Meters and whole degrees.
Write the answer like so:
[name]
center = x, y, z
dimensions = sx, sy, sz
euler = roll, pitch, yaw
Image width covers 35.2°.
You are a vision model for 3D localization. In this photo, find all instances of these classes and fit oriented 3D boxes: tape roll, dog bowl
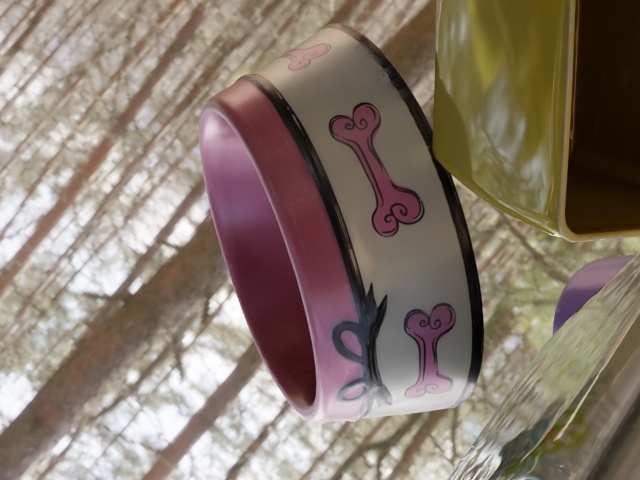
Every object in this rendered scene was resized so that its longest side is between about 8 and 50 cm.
[tape roll]
center = 0.367, 0.110, 1.168
dimensions = 0.189, 0.189, 0.080
euler = 42, 159, -18
[dog bowl]
center = 0.000, 0.000, 1.022
dimensions = 0.408, 0.150, 0.408
euler = 161, 90, -75

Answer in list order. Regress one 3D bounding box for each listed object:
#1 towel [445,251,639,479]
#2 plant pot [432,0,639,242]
[towel]
center = 0.229, 0.132, 0.834
dimensions = 0.090, 0.374, 0.320
euler = 40, 151, 6
[plant pot]
center = 0.191, -0.120, 0.710
dimensions = 0.212, 0.212, 0.187
euler = -4, -172, -28
